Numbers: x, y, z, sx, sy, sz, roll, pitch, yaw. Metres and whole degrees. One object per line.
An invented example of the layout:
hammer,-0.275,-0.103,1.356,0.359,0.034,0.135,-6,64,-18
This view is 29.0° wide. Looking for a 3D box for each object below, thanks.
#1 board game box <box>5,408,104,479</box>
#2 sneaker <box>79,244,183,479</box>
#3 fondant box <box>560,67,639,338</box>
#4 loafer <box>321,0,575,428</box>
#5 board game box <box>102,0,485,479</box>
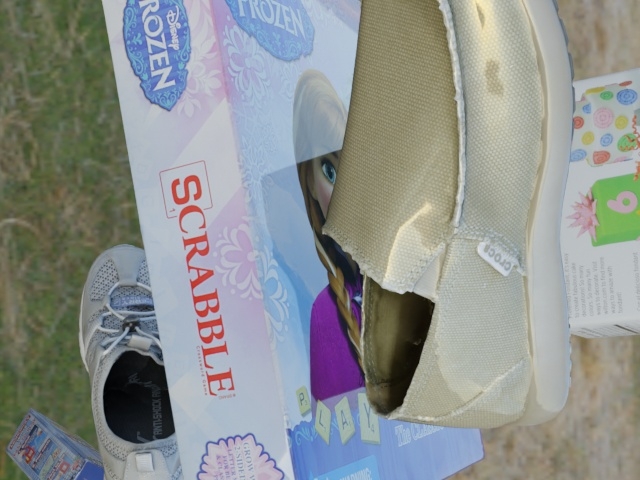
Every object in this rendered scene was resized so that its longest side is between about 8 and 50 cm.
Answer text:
board game box,-0.252,0.261,1.360,0.194,0.194,0.060,39,79,-43
sneaker,-0.144,0.100,1.031,0.115,0.105,0.281,97,-19,-47
fondant box,0.373,-0.046,1.133,0.096,0.330,0.238,18,68,-57
loafer,0.046,-0.024,0.515,0.092,0.102,0.269,-20,117,-15
board game box,0.000,0.000,0.736,0.318,0.065,0.318,2,76,-68
